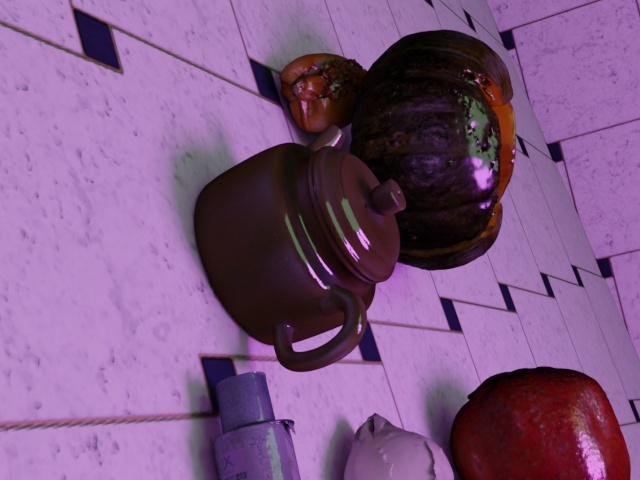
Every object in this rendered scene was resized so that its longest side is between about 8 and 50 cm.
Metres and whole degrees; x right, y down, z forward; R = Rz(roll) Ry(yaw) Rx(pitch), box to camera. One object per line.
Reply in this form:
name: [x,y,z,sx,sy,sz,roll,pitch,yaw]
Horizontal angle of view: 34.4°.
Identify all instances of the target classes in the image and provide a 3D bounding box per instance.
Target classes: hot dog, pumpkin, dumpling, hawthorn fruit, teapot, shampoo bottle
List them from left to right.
shampoo bottle: [-0.043,0.210,0.815,0.072,0.072,0.214,27,44,-56]
teapot: [0.000,0.000,0.981,0.185,0.175,0.267,39,35,-43]
hot dog: [0.017,-0.195,1.333,0.102,0.076,0.249,68,22,-3]
dumpling: [0.079,0.255,1.005,0.188,0.108,0.127,-112,-173,-53]
pumpkin: [0.147,-0.115,1.324,0.320,0.192,0.320,5,90,-75]
hawthorn fruit: [0.276,0.276,1.267,0.215,0.215,0.249,7,59,-64]
